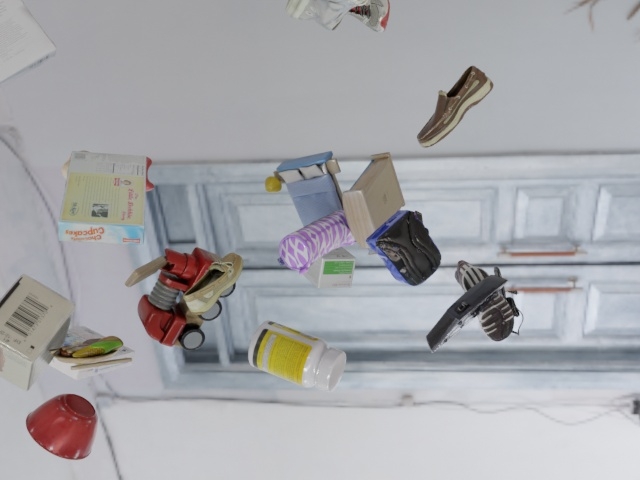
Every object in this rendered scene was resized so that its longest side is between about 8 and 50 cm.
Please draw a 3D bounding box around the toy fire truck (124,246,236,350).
[{"bbox_3d":[-0.331,0.114,1.576,0.217,0.246,0.158,-59,37,10],"label":"toy fire truck"}]

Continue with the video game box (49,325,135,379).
[{"bbox_3d":[-0.616,0.284,1.886,0.187,0.205,0.048,-2,-72,-59],"label":"video game box"}]

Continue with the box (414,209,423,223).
[{"bbox_3d":[0.263,0.001,2.178,0.116,0.029,0.162,-51,23,34],"label":"box"}]

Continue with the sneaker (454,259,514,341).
[{"bbox_3d":[0.498,0.169,2.271,0.281,0.106,0.162,62,180,-24],"label":"sneaker"}]

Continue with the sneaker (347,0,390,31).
[{"bbox_3d":[0.091,-0.573,1.801,0.225,0.093,0.088,48,139,41],"label":"sneaker"}]

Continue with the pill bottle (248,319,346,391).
[{"bbox_3d":[-0.054,0.275,1.732,0.119,0.209,0.119,-51,-29,-44],"label":"pill bottle"}]

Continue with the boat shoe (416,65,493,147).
[{"bbox_3d":[0.345,-0.369,1.997,0.095,0.257,0.095,45,178,-21],"label":"boat shoe"}]

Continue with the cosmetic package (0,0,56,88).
[{"bbox_3d":[-0.774,-0.399,1.466,0.284,0.377,0.097,57,162,-14],"label":"cosmetic package"}]

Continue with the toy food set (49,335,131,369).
[{"bbox_3d":[-0.461,0.212,1.460,0.192,0.132,0.038,5,98,56],"label":"toy food set"}]

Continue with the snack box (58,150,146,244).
[{"bbox_3d":[-0.516,-0.108,1.771,0.322,0.187,0.060,-106,24,-52],"label":"snack box"}]

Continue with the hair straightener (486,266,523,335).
[{"bbox_3d":[0.591,0.188,2.317,0.047,0.089,0.230,151,96,-84],"label":"hair straightener"}]

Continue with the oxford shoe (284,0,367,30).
[{"bbox_3d":[0.041,-0.475,1.298,0.449,0.130,0.169,-168,100,-78],"label":"oxford shoe"}]

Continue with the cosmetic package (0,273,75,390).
[{"bbox_3d":[-0.628,0.203,1.566,0.153,0.129,0.296,-61,8,-31],"label":"cosmetic package"}]

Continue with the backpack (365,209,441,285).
[{"bbox_3d":[0.152,0.016,1.304,0.120,0.098,0.101,50,173,-10],"label":"backpack"}]

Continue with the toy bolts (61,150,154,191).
[{"bbox_3d":[-0.591,-0.146,2.041,0.158,0.229,0.218,-33,-62,-64],"label":"toy bolts"}]

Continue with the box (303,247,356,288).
[{"bbox_3d":[0.022,0.068,1.919,0.102,0.101,0.087,39,125,57],"label":"box"}]

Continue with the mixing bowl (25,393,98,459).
[{"bbox_3d":[-0.627,0.448,1.837,0.098,0.181,0.181,-54,-4,7],"label":"mixing bowl"}]

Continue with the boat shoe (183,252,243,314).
[{"bbox_3d":[-0.198,0.070,1.367,0.153,0.056,0.048,-51,-48,-34],"label":"boat shoe"}]

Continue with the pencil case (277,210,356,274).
[{"bbox_3d":[0.000,0.000,1.587,0.206,0.086,0.088,-30,-96,-48],"label":"pencil case"}]

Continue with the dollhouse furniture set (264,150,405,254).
[{"bbox_3d":[0.026,-0.038,1.702,0.198,0.303,0.286,-52,-51,-51],"label":"dollhouse furniture set"}]

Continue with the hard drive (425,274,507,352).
[{"bbox_3d":[0.390,0.190,1.984,0.255,0.054,0.172,-29,-23,-41],"label":"hard drive"}]
